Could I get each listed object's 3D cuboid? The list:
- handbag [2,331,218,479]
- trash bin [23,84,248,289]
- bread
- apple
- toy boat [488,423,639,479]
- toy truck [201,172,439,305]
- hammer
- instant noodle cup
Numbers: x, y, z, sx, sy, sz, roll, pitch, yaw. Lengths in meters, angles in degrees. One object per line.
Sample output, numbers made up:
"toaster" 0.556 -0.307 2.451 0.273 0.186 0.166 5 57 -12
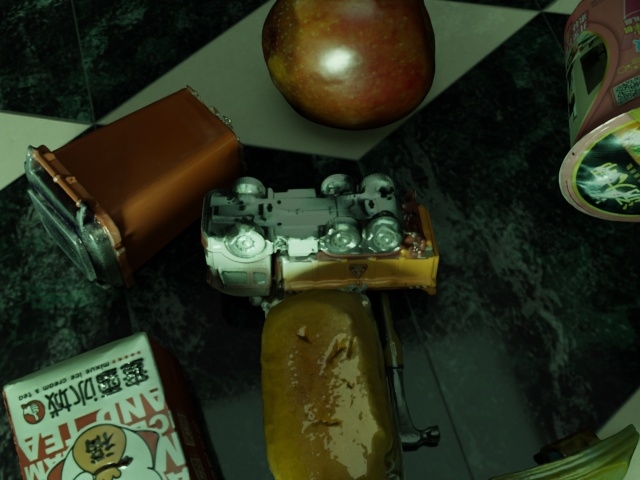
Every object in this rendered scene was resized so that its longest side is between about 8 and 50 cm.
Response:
"handbag" -0.195 0.264 0.805 0.171 0.151 0.298 -21 72 -3
"trash bin" -0.221 -0.078 0.951 0.239 0.184 0.161 -38 69 -21
"bread" 0.008 0.173 0.842 0.136 0.107 0.241 -12 64 10
"apple" 0.037 -0.258 1.004 0.230 0.230 0.229 -1 64 2
"toy boat" 0.264 0.243 0.834 0.172 0.065 0.066 -21 43 -8
"toy truck" 0.000 0.000 0.918 0.271 0.135 0.114 -2 42 -2
"hammer" 0.083 0.142 0.911 0.078 0.021 0.200 -8 64 -1
"instant noodle cup" 0.401 -0.186 0.960 0.244 0.244 0.254 0 57 3
